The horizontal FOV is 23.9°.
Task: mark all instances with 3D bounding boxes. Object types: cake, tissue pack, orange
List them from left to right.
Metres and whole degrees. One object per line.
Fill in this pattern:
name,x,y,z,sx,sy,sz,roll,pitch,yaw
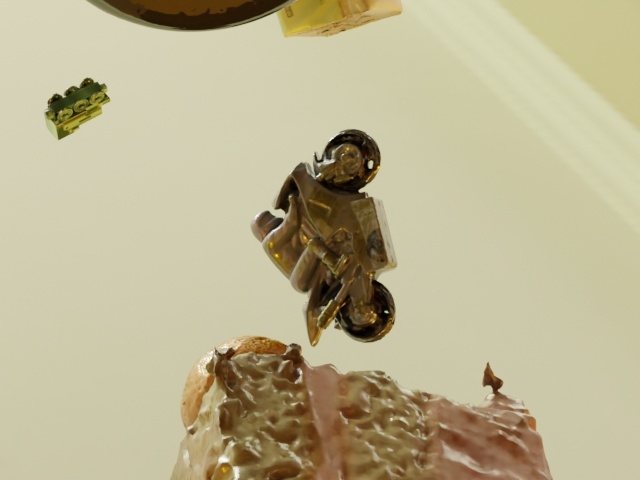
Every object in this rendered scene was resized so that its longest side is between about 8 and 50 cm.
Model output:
orange,-0.070,0.152,1.461,0.136,0.135,0.117,5,-154,-18
tissue pack,-0.004,-0.361,1.769,0.125,0.234,0.159,-16,-177,20
cake,0.024,0.299,1.319,0.307,0.314,0.293,10,-148,-14

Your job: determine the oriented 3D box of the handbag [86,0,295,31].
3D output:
handbag,-0.079,-0.269,1.021,0.254,0.308,0.093,-2,-129,-19

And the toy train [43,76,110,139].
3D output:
toy train,-0.290,-0.159,1.804,0.083,0.053,0.033,-30,-120,-22

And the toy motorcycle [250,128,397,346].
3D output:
toy motorcycle,0.000,0.000,1.586,0.152,0.225,0.073,-8,173,18
